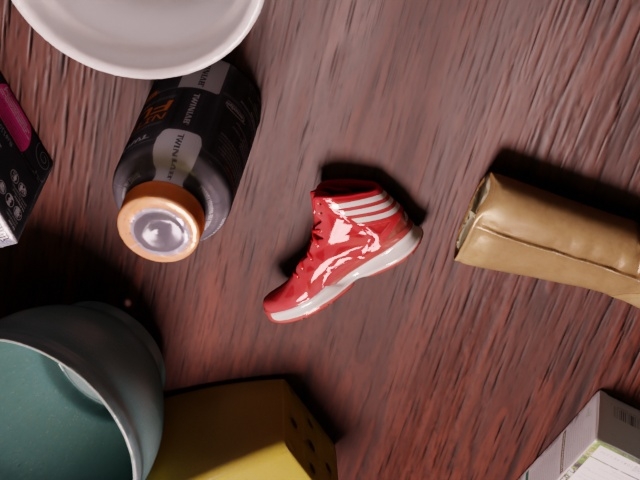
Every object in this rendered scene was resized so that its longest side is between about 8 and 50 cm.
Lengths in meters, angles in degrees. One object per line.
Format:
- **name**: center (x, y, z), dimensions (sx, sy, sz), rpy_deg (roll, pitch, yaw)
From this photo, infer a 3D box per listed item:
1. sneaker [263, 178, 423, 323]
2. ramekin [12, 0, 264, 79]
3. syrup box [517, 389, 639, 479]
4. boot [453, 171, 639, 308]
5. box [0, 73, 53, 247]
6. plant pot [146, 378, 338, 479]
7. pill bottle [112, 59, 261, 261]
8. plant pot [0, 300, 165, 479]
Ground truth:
- **sneaker**: center (0.000, 0.000, 1.747), dimensions (0.221, 0.087, 0.128), rpy_deg (-32, 109, 17)
- **ramekin**: center (-0.178, -0.314, 1.483), dimensions (0.277, 0.135, 0.277), rpy_deg (5, 130, 7)
- **syrup box**: center (0.334, 0.313, 1.908), dimensions (0.093, 0.096, 0.237), rpy_deg (27, 129, -8)
- **boot**: center (0.310, -0.022, 1.653), dimensions (0.269, 0.089, 0.236), rpy_deg (18, 129, -2)
- **box**: center (-0.438, -0.119, 1.669), dimensions (0.142, 0.163, 0.247), rpy_deg (-14, 124, 19)
- **plant pot**: center (-0.091, 0.304, 1.927), dimensions (0.187, 0.212, 0.212), rpy_deg (-28, 119, 14)
- **pill bottle**: center (-0.147, -0.084, 1.588), dimensions (0.130, 0.245, 0.130), rpy_deg (5, 129, 6)
- **plant pot**: center (-0.313, 0.196, 1.855), dimensions (0.293, 0.196, 0.293), rpy_deg (13, 124, 20)
